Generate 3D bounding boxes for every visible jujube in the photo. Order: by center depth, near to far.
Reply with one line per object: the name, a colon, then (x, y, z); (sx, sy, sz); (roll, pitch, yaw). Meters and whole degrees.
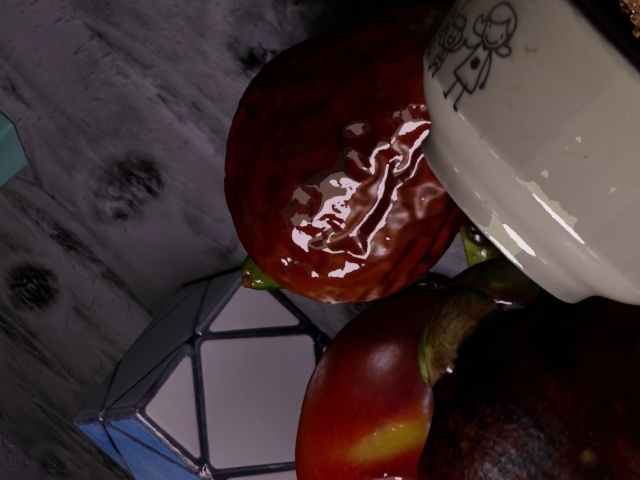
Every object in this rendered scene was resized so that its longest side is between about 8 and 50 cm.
jujube: (0.037, -0.065, 1.061); (0.190, 0.190, 0.255); (43, 139, -12)

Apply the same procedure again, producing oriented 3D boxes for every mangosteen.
mangosteen: (0.197, 0.138, 1.079); (0.311, 0.311, 0.311); (30, 154, 16)

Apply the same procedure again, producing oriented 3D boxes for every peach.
peach: (0.077, 0.212, 1.403); (0.257, 0.201, 0.361); (39, 144, -6)

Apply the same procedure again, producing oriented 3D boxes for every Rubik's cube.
Rubik's cube: (-0.105, 0.176, 1.628); (0.205, 0.207, 0.205); (44, 156, -15)

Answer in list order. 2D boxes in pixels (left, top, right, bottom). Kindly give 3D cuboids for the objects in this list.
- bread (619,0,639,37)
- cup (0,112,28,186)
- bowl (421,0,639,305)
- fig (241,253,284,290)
bread: (0.252, -0.126, 0.677); (0.305, 0.159, 0.305); (30, 153, 17)
cup: (-0.453, -0.057, 1.665); (0.148, 0.236, 0.134); (11, 143, 49)
bowl: (0.144, -0.051, 0.849); (0.237, 0.126, 0.238); (43, -167, -13)
fig: (0.000, 0.000, 1.242); (0.123, 0.156, 0.123); (31, 149, 21)
